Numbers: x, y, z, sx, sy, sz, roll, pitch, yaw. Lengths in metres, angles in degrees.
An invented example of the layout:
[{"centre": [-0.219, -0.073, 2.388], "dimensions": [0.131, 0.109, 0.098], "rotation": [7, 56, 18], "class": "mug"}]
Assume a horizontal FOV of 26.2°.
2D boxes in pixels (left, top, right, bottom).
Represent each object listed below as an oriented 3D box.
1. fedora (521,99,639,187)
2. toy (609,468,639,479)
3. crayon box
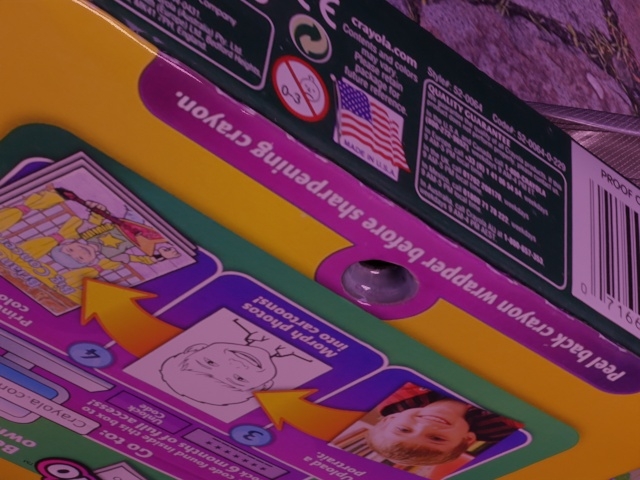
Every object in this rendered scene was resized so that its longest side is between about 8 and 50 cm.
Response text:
[{"centre": [0.150, -0.021, 0.872], "dimensions": [0.275, 0.243, 0.124], "rotation": [3, 95, -33], "class": "fedora"}, {"centre": [0.174, 0.159, 0.957], "dimensions": [0.237, 0.056, 0.137], "rotation": [-11, 46, -41], "class": "toy"}, {"centre": [-0.053, 0.024, 0.614], "dimensions": [0.363, 0.313, 0.106], "rotation": [31, 47, -29], "class": "crayon box"}]
